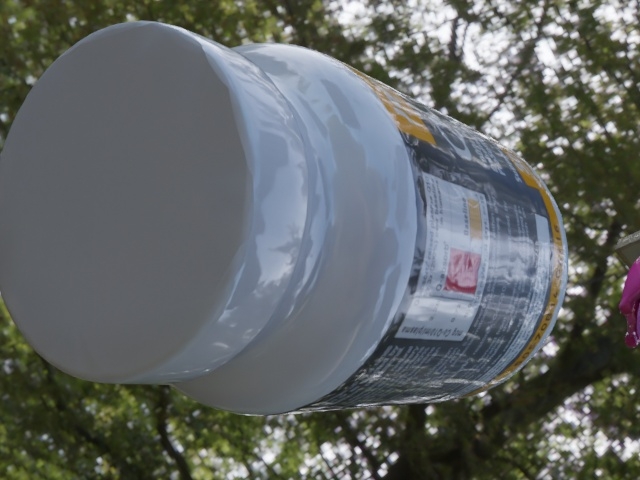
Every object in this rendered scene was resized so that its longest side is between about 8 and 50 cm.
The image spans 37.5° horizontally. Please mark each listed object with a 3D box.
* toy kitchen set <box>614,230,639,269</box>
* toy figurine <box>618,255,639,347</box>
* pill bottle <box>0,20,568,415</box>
[{"bbox_3d":[0.303,0.000,0.778,0.075,0.083,0.068,48,-43,-9],"label":"toy kitchen set"},{"bbox_3d":[0.151,0.052,0.262,0.159,0.130,0.173,30,-80,57],"label":"toy figurine"},{"bbox_3d":[0.000,0.000,0.448,0.162,0.278,0.162,-5,-99,32],"label":"pill bottle"}]
